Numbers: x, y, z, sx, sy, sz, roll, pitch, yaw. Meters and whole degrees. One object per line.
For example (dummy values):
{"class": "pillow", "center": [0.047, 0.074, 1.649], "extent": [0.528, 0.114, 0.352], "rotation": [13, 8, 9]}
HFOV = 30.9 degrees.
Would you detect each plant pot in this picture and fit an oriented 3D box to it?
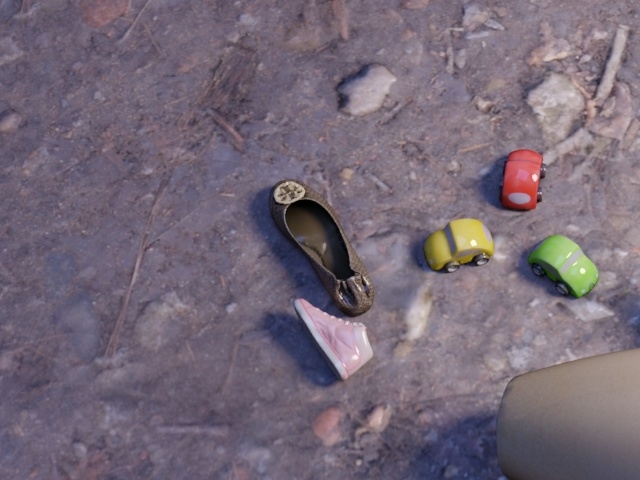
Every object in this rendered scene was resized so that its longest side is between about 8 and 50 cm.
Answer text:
{"class": "plant pot", "center": [0.360, 0.236, 1.380], "extent": [0.274, 0.256, 0.256], "rotation": [1, 60, 29]}

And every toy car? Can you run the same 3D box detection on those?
{"class": "toy car", "center": [0.290, -0.008, 1.610], "extent": [0.225, 0.053, 0.239], "rotation": [38, 74, 25]}

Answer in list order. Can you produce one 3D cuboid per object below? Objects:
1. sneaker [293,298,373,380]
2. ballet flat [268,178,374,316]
{"class": "sneaker", "center": [0.021, 0.123, 1.585], "extent": [0.070, 0.051, 0.134], "rotation": [-32, 65, -11]}
{"class": "ballet flat", "center": [0.000, 0.000, 1.650], "extent": [0.084, 0.058, 0.249], "rotation": [-27, 61, -7]}
